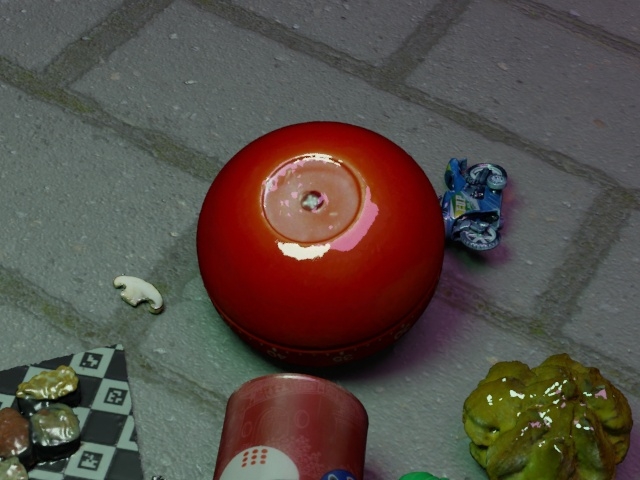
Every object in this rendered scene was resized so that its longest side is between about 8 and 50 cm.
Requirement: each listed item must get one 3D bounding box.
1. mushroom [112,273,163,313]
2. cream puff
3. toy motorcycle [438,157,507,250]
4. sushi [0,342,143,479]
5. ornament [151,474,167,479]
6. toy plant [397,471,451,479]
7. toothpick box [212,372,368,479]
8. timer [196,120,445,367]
[{"bbox_3d":[-0.288,0.084,1.886,0.101,0.019,0.049,32,51,24],"label":"mushroom"},{"bbox_3d":[0.324,0.267,1.694,0.244,0.196,0.244,-16,48,18],"label":"cream puff"},{"bbox_3d":[0.249,-0.064,2.044,0.136,0.092,0.254,5,37,10],"label":"toy motorcycle"},{"bbox_3d":[-0.400,0.262,1.661,0.292,0.059,0.294,-11,45,-13],"label":"sushi"},{"bbox_3d":[-0.268,0.354,1.633,0.125,0.028,0.073,-30,58,-28],"label":"ornament"},{"bbox_3d":[0.136,0.388,1.604,0.200,0.105,0.143,-24,68,-43],"label":"toy plant"},{"bbox_3d":[-0.049,0.363,1.533,0.204,0.204,0.333,7,47,0],"label":"toothpick box"},{"bbox_3d":[0.000,0.000,1.801,0.378,0.279,0.377,-2,61,3],"label":"timer"}]
